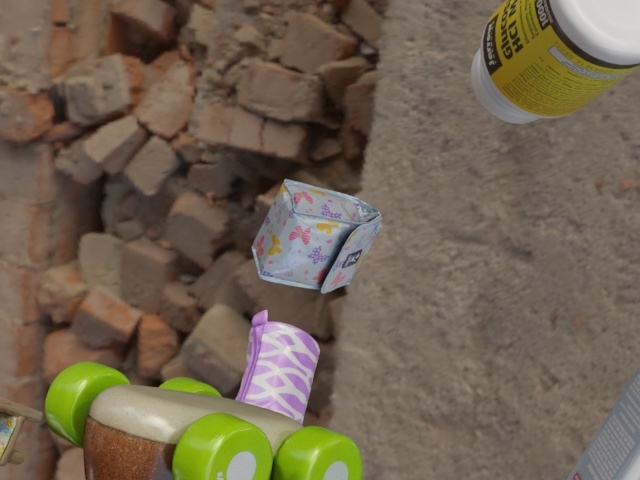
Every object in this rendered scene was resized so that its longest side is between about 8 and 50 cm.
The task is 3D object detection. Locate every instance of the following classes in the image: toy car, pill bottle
[{"bbox_3d":[-0.088,0.183,0.671,0.155,0.149,0.188,12,86,45],"label":"toy car"},{"bbox_3d":[0.335,-0.279,1.575,0.188,0.188,0.334,62,160,5],"label":"pill bottle"}]

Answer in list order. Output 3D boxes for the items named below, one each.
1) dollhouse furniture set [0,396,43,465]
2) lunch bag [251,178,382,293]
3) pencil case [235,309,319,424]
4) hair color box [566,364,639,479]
[{"bbox_3d":[-0.302,0.222,0.906,0.242,0.161,0.212,17,78,18],"label":"dollhouse furniture set"},{"bbox_3d":[0.000,0.000,0.872,0.071,0.083,0.053,-60,31,30],"label":"lunch bag"},{"bbox_3d":[-0.063,0.181,1.197,0.088,0.206,0.086,37,137,-23],"label":"pencil case"},{"bbox_3d":[0.404,0.174,1.115,0.185,0.113,0.374,29,101,-6],"label":"hair color box"}]
